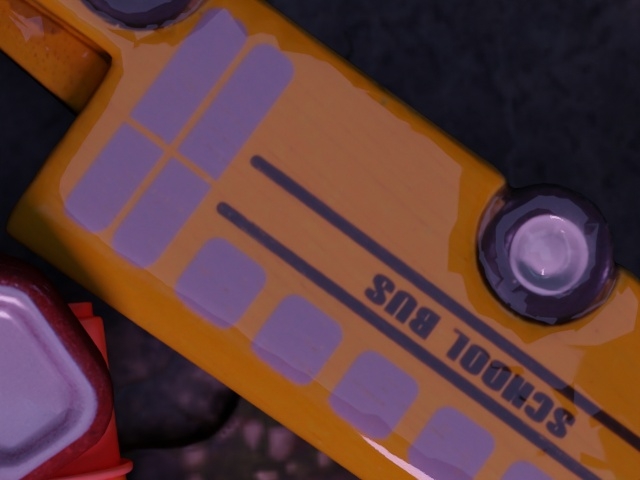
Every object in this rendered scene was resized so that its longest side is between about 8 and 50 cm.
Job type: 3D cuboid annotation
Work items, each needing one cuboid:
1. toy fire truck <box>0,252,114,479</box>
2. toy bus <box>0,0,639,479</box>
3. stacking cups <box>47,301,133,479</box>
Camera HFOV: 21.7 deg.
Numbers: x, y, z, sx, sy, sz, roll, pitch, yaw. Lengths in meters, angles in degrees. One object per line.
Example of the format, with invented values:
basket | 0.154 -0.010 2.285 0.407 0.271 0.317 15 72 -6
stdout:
toy fire truck | -0.249 0.046 0.527 0.302 0.169 0.254 -36 101 -9
toy bus | 0.000 0.000 0.632 0.333 0.108 0.130 35 87 -6
stacking cups | -0.104 0.183 0.625 0.096 0.096 0.316 -9 88 -7
